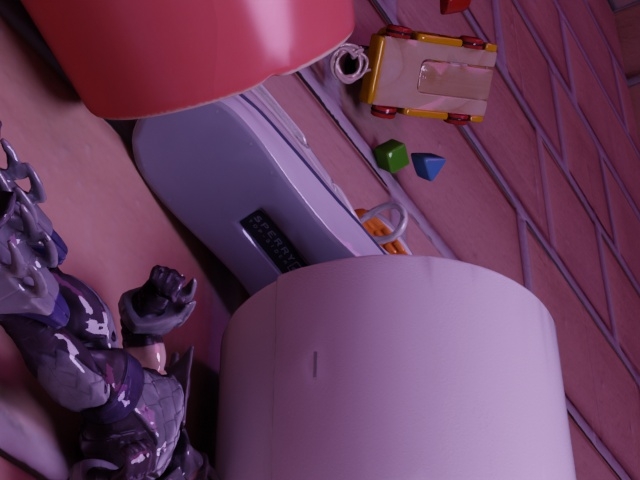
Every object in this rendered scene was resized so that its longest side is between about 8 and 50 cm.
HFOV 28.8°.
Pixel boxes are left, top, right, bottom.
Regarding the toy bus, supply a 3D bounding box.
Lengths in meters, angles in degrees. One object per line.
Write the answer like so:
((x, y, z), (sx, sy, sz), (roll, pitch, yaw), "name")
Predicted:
((0.094, -0.188, 1.381), (0.104, 0.191, 0.202), (28, -24, 55), "toy bus")

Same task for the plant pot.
((-0.103, -0.226, 0.820), (0.275, 0.275, 0.243), (-60, 137, -61), "plant pot")

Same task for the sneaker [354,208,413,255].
((0.071, 0.078, 1.165), (0.121, 0.099, 0.262), (-78, 150, -63), "sneaker")

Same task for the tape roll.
((0.049, 0.145, 0.854), (0.246, 0.246, 0.169), (47, 33, -43), "tape roll")

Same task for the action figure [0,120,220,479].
((-0.130, 0.069, 0.707), (0.185, 0.099, 0.285), (-95, 159, -49), "action figure")

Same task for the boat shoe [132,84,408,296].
((-0.008, 0.003, 1.005), (0.367, 0.136, 0.156), (51, 26, -19), "boat shoe")
